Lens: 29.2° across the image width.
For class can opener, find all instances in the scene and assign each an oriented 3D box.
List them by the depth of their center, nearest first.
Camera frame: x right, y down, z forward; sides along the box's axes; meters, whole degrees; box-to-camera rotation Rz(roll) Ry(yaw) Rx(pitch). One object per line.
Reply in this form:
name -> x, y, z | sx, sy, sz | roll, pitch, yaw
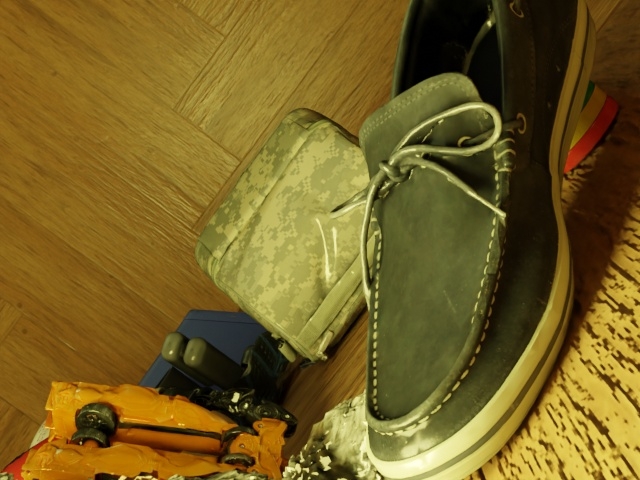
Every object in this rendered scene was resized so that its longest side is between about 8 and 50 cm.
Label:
can opener -> -0.149, 0.178, 1.870 | 0.283, 0.076, 0.095 | 50, -125, -62

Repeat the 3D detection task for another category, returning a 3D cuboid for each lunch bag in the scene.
lunch bag -> 0.000, 0.000, 1.701 | 0.305, 0.212, 0.256 | -53, 30, -1

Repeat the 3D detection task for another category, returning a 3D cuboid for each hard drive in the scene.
hard drive -> -0.213, 0.244, 2.200 | 0.210, 0.040, 0.319 | 2, 38, 26

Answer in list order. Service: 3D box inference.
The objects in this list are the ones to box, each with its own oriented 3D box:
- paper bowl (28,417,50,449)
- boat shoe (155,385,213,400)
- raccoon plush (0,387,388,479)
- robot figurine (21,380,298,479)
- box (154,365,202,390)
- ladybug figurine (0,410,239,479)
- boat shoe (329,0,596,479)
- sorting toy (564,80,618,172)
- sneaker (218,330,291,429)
paper bowl -> -0.397, 0.437, 2.217 | 0.148, 0.284, 0.284 | 2, 39, 27
boat shoe -> -0.196, 0.331, 1.754 | 0.113, 0.127, 0.340 | -14, 30, 8
raccoon plush -> -0.147, 0.217, 1.070 | 0.446, 0.299, 0.216 | -53, 5, 0
robot figurine -> -0.159, 0.233, 1.313 | 0.211, 0.290, 0.085 | -84, 4, -56
box -> -0.246, 0.336, 1.985 | 0.207, 0.153, 0.108 | -51, 5, 15
ladybug figurine -> -0.284, 0.336, 1.476 | 0.449, 0.162, 0.305 | -28, -40, -42
boat shoe -> 0.102, -0.044, 0.960 | 0.186, 0.156, 0.500 | -25, 40, 45
sorting toy -> 0.184, -0.077, 1.234 | 0.257, 0.089, 0.255 | -52, 6, 6
sneaker -> -0.093, 0.234, 1.819 | 0.081, 0.080, 0.211 | 97, -161, -48
